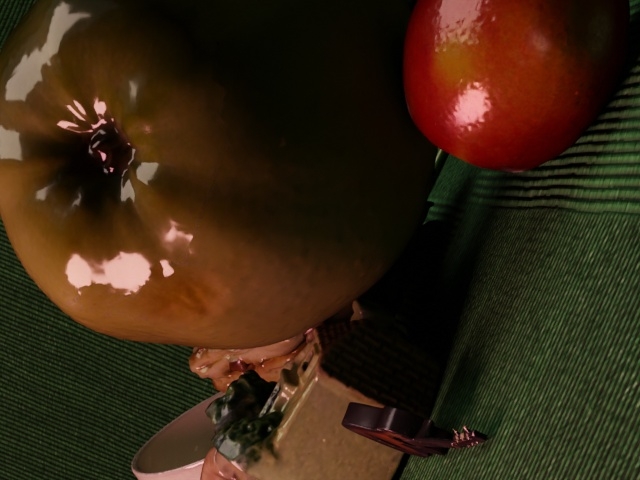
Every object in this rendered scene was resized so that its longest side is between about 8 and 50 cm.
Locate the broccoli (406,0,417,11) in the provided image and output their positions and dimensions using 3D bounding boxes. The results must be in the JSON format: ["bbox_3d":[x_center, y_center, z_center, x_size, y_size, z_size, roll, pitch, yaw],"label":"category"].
[{"bbox_3d":[0.149,-0.324,1.702,0.297,0.297,0.297,-33,-24,-16],"label":"broccoli"}]

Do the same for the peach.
[{"bbox_3d":[0.174,-0.180,1.319,0.196,0.190,0.226,-64,-4,-62],"label":"peach"}]

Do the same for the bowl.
[{"bbox_3d":[-0.079,0.268,1.814,0.277,0.145,0.277,-24,11,5],"label":"bowl"}]

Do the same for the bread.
[{"bbox_3d":[0.013,0.041,1.797,0.277,0.167,0.324,-24,34,47],"label":"bread"}]

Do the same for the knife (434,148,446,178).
[{"bbox_3d":[0.170,-0.133,2.033,0.054,0.015,0.212,-90,24,-77],"label":"knife"}]

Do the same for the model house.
[{"bbox_3d":[0.011,0.154,1.544,0.189,0.195,0.214,-58,10,9],"label":"model house"}]

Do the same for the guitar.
[{"bbox_3d":[0.091,0.168,1.313,0.025,0.088,0.233,-69,15,-14],"label":"guitar"}]

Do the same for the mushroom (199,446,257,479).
[{"bbox_3d":[-0.091,0.361,1.613,0.151,0.156,0.286,135,137,-58],"label":"mushroom"}]

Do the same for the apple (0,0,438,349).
[{"bbox_3d":[-0.104,-0.107,1.471,0.473,0.473,0.474,-156,90,-84],"label":"apple"}]
